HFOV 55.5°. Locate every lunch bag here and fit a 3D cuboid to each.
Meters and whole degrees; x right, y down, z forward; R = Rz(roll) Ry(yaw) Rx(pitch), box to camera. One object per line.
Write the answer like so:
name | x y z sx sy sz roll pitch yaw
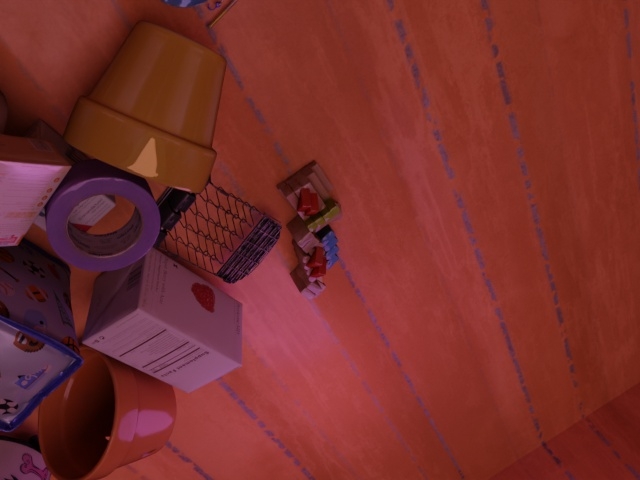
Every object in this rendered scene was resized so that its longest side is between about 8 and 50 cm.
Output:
lunch bag | -0.631 0.090 1.062 0.239 0.328 0.385 -45 127 3

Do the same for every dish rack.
dish rack | -0.227 -0.025 1.336 0.271 0.074 0.208 32 106 -38

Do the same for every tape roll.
tape roll | -0.386 -0.044 1.080 0.189 0.080 0.189 -13 127 -18

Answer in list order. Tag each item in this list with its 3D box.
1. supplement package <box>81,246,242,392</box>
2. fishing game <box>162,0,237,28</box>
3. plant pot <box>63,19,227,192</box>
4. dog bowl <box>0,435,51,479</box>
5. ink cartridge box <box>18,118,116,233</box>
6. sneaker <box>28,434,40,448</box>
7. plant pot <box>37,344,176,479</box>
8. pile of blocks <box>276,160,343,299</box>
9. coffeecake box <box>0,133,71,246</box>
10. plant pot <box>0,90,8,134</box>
supplement package | -0.329 0.177 1.326 0.175 0.177 0.293 -30 133 24
fishing game | -0.236 -0.494 1.037 0.189 0.041 0.264 -41 128 2
plant pot | -0.283 -0.238 1.069 0.254 0.254 0.239 20 98 -33
dog bowl | -0.833 0.613 1.385 0.408 0.150 0.408 -13 138 -12
ink cartridge box | -0.492 -0.106 1.122 0.128 0.127 0.176 -40 128 6
sneaker | -0.660 0.521 1.517 0.053 0.059 0.144 -22 122 33
plant pot | -0.471 0.391 1.389 0.291 0.291 0.203 -52 144 14
pile of blocks | 0.000 0.000 1.426 0.149 0.112 0.362 -16 127 -14
coffeecake box | -0.511 -0.075 0.961 0.185 0.068 0.142 -48 165 18
plant pot | -0.647 -0.209 0.897 0.323 0.323 0.280 -45 144 8
